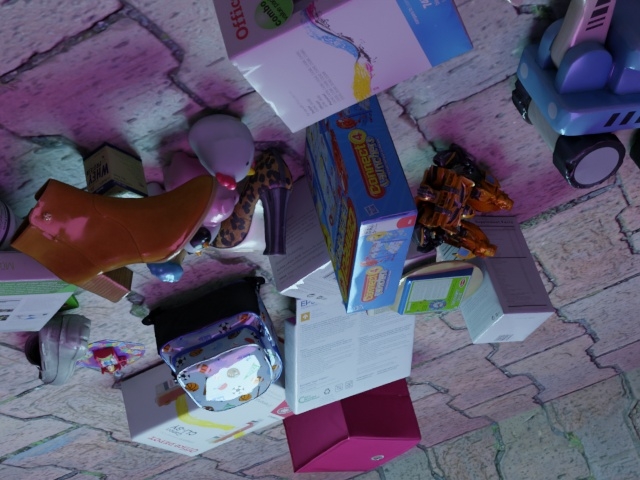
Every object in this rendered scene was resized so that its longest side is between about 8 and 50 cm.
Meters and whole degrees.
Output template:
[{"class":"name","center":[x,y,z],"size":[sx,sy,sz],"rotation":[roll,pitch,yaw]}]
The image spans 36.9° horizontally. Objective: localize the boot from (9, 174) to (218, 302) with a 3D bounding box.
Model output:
[{"class":"boot","center":[-0.321,-0.040,1.471],"size":[0.211,0.104,0.295],"rotation":[37,111,-29]}]

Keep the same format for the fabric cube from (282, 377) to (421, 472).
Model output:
[{"class":"fabric cube","center":[0.072,0.465,2.580],"size":[0.258,0.259,0.254],"rotation":[10,143,-39]}]

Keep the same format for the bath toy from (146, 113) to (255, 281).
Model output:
[{"class":"bath toy","center":[-0.208,-0.067,1.623],"size":[0.151,0.129,0.348],"rotation":[5,145,-33]}]

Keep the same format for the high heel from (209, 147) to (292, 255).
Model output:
[{"class":"high heel","center":[-0.134,-0.071,1.738],"size":[0.093,0.186,0.261],"rotation":[0,-178,-36]}]

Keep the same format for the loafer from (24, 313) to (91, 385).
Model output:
[{"class":"loafer","center":[-0.555,0.223,1.982],"size":[0.112,0.112,0.319],"rotation":[11,151,-19]}]

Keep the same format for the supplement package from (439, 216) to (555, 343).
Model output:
[{"class":"supplement package","center":[0.376,0.082,2.066],"size":[0.139,0.244,0.134],"rotation":[1,147,-27]}]

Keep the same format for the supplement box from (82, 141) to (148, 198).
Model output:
[{"class":"supplement box","center":[-0.331,-0.099,1.548],"size":[0.056,0.083,0.083],"rotation":[-31,148,25]}]

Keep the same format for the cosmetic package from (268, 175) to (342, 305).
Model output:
[{"class":"cosmetic package","center":[0.000,0.000,1.789],"size":[0.151,0.183,0.151],"rotation":[-34,147,28]}]

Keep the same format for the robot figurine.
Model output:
[{"class":"robot figurine","center":[0.269,-0.061,1.838],"size":[0.085,0.211,0.291],"rotation":[20,-179,33]}]

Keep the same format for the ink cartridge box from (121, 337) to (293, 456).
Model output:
[{"class":"ink cartridge box","center":[-0.250,0.379,2.363],"size":[0.385,0.160,0.279],"rotation":[-25,151,16]}]

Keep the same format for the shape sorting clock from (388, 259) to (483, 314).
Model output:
[{"class":"shape sorting clock","center":[0.233,0.096,1.966],"size":[0.206,0.040,0.206],"rotation":[-7,147,-4]}]

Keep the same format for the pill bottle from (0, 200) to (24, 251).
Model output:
[{"class":"pill bottle","center":[-0.557,-0.026,1.539],"size":[0.108,0.107,0.180],"rotation":[-26,150,18]}]

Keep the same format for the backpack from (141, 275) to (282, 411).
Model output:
[{"class":"backpack","center":[-0.202,0.241,2.061],"size":[0.277,0.213,0.263],"rotation":[-19,141,6]}]

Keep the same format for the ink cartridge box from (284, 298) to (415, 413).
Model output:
[{"class":"ink cartridge box","center":[0.071,0.216,2.224],"size":[0.324,0.071,0.330],"rotation":[-14,122,-25]}]

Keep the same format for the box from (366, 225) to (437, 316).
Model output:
[{"class":"box","center":[0.150,0.043,2.004],"size":[0.149,0.126,0.232],"rotation":[-15,151,-5]}]

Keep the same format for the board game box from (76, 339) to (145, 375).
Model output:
[{"class":"board game box","center":[-0.481,0.276,2.194],"size":[0.169,0.033,0.133],"rotation":[14,140,-44]}]

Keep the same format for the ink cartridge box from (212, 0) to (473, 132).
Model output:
[{"class":"ink cartridge box","center":[0.020,-0.310,1.232],"size":[0.270,0.198,0.197],"rotation":[-24,151,13]}]

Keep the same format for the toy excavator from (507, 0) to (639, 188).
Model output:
[{"class":"toy excavator","center":[0.422,-0.311,1.478],"size":[0.433,0.222,0.445],"rotation":[-7,137,-15]}]

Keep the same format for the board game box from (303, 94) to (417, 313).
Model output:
[{"class":"board game box","center":[0.054,-0.084,1.544],"size":[0.086,0.301,0.308],"rotation":[-11,151,-9]}]

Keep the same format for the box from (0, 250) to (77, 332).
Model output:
[{"class":"box","center":[-0.558,0.094,1.638],"size":[0.232,0.058,0.322],"rotation":[-1,161,-31]}]

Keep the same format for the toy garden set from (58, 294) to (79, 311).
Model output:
[{"class":"toy garden set","center":[-0.603,0.095,1.798],"size":[0.244,0.049,0.203],"rotation":[-13,153,-3]}]
